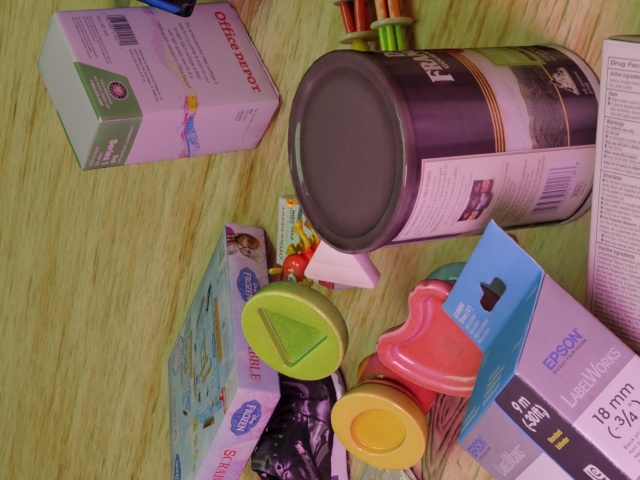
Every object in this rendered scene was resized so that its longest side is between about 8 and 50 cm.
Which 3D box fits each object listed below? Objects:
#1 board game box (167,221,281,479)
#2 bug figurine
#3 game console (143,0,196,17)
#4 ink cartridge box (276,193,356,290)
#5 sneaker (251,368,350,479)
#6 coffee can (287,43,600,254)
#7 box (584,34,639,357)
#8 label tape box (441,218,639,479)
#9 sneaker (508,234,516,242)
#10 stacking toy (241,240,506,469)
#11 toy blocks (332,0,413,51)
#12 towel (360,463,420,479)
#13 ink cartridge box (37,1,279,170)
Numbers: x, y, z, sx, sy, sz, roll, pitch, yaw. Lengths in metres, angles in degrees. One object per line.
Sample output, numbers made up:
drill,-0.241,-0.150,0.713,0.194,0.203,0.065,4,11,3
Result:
board game box,-0.146,0.196,1.993,0.319,0.066,0.318,-97,25,-45
bug figurine,0.044,-0.042,1.602,0.072,0.216,0.279,55,161,18
game console,-0.259,-0.428,1.939,0.293,0.250,0.173,27,97,51
ink cartridge box,0.000,0.000,1.846,0.135,0.056,0.099,23,116,52
sneaker,-0.035,0.268,1.887,0.107,0.124,0.283,-9,89,56
coffee can,0.133,-0.100,1.432,0.201,0.275,0.202,14,107,54
box,0.339,-0.030,1.278,0.148,0.121,0.311,21,113,53
label tape box,0.227,0.168,1.320,0.333,0.106,0.241,43,158,11
sneaker,0.204,0.036,1.568,0.032,0.037,0.083,-5,93,54
stacking toy,0.078,0.093,1.614,0.279,0.130,0.309,40,134,-4
toy blocks,0.063,-0.278,1.702,0.123,0.054,0.148,-12,86,57
towel,0.085,0.339,1.809,0.110,0.027,0.148,51,135,39
ink cartridge box,-0.228,-0.221,1.947,0.201,0.278,0.117,63,145,26
